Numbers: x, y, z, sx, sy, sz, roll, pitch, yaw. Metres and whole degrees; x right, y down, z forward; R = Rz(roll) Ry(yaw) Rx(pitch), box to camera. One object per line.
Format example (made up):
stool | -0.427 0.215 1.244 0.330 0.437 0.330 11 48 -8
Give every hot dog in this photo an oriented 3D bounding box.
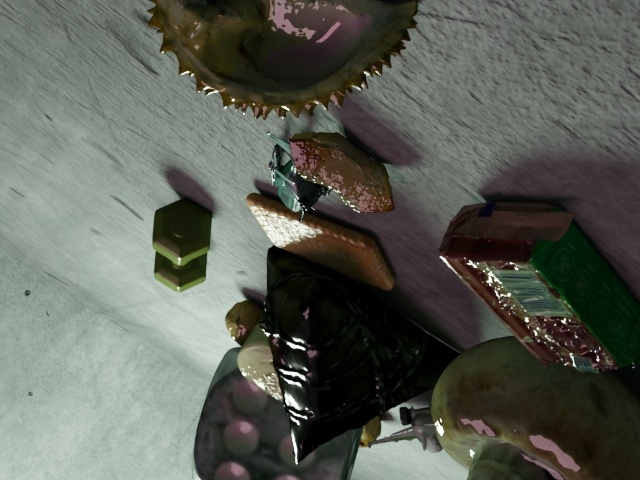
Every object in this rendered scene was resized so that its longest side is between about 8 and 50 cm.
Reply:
hot dog | 0.028 -0.095 1.417 0.169 0.061 0.078 36 119 -16

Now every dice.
dice | -0.085 0.427 2.386 0.330 0.328 0.348 13 178 10

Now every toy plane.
toy plane | 0.230 0.400 2.301 0.251 0.101 0.255 -12 165 12
toy plane | -0.037 -0.093 1.554 0.096 0.060 0.235 43 167 8

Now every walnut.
walnut | -0.160 0.185 2.399 0.105 0.105 0.124 26 170 16

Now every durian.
durian | -0.066 -0.230 1.103 0.306 0.172 0.166 37 139 12

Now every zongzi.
zongzi | 0.083 0.179 1.867 0.319 0.362 0.384 -120 13 -65

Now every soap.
soap | 0.287 0.062 1.354 0.273 0.098 0.217 43 159 -32

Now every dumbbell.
dumbbell | -0.272 0.014 2.119 0.108 0.121 0.302 4 164 -7

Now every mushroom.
mushroom | 0.333 0.294 1.624 0.352 0.260 0.352 25 154 13

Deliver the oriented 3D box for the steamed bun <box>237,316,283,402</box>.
steamed bun | -0.026 0.217 2.120 0.250 0.200 0.155 23 136 18

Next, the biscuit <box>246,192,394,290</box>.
biscuit | 0.000 -0.001 1.762 0.249 0.030 0.160 21 158 30

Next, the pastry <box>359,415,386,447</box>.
pastry | 0.047 0.434 2.702 0.218 0.100 0.229 33 160 -3
